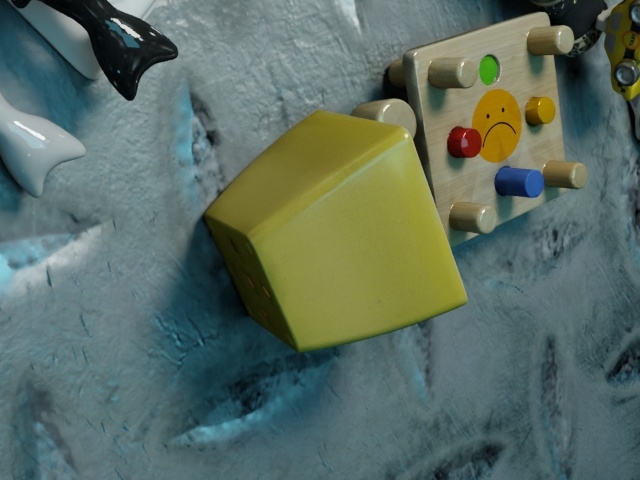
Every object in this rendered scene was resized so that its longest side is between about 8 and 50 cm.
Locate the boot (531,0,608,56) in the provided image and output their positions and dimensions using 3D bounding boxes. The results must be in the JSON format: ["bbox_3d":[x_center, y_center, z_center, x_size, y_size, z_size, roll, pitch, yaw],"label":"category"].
[{"bbox_3d":[0.356,-0.389,1.325,0.178,0.085,0.236,38,71,-55],"label":"boot"}]

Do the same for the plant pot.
[{"bbox_3d":[0.000,0.000,1.049,0.187,0.212,0.212,-29,113,-18],"label":"plant pot"}]

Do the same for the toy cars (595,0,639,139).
[{"bbox_3d":[0.474,-0.271,1.405,0.176,0.087,0.394,-59,150,2],"label":"toy cars"}]

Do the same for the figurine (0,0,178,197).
[{"bbox_3d":[-0.263,-0.164,0.866,0.215,0.092,0.209,-47,128,0],"label":"figurine"}]

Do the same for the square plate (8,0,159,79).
[{"bbox_3d":[-0.225,-0.393,0.913,0.344,0.049,0.347,46,69,-32],"label":"square plate"}]

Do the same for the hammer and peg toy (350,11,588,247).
[{"bbox_3d":[0.178,-0.122,1.210,0.361,0.127,0.265,-24,112,-33],"label":"hammer and peg toy"}]
